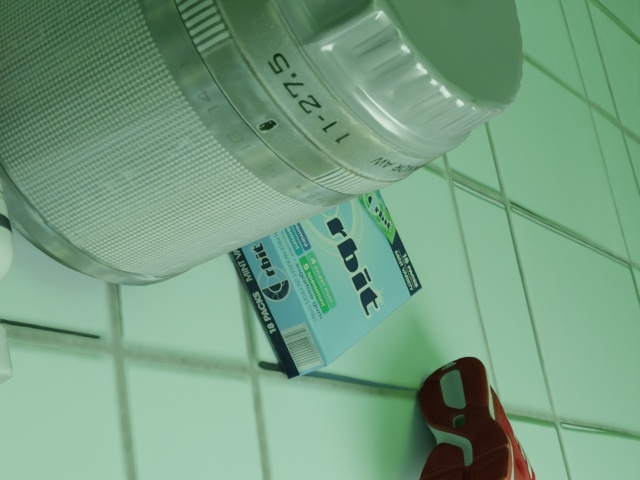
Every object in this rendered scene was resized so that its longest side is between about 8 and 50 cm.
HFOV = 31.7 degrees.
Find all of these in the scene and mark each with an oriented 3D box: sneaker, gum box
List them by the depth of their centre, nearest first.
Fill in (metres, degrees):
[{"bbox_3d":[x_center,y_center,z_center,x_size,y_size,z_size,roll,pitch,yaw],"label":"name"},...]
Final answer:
[{"bbox_3d":[0.000,0.000,0.876,0.184,0.041,0.157,-30,96,-60],"label":"gum box"},{"bbox_3d":[0.142,0.202,0.907,0.128,0.087,0.221,53,26,-25],"label":"sneaker"}]

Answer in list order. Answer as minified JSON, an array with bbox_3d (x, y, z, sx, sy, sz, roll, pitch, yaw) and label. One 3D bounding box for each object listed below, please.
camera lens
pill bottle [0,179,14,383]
[{"bbox_3d":[-0.054,-0.110,0.634,0.219,0.274,0.219,35,43,-42],"label":"camera lens"},{"bbox_3d":[-0.200,-0.016,0.514,0.108,0.108,0.180,2,69,-57],"label":"pill bottle"}]
